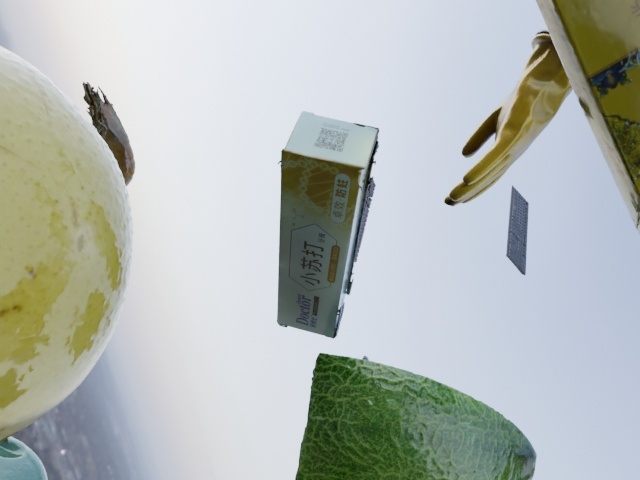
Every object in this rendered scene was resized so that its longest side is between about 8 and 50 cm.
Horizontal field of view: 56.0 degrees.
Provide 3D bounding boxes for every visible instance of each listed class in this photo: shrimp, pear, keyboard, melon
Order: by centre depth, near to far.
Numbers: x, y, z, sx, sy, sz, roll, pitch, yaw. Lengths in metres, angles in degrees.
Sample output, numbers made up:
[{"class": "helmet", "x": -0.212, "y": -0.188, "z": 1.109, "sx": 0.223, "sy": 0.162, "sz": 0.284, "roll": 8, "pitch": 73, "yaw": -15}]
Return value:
[{"class": "pear", "x": -0.322, "y": 0.001, "z": 0.471, "sx": 0.348, "sy": 0.348, "sz": 0.349, "roll": 48, "pitch": -32, "yaw": 44}, {"class": "melon", "x": 0.136, "y": 0.269, "z": 0.785, "sx": 0.124, "sy": 0.323, "sz": 0.196, "roll": 92, "pitch": 8, "yaw": -83}, {"class": "keyboard", "x": 0.076, "y": -0.042, "z": 1.125, "sx": 0.055, "sy": 0.017, "sz": 0.166, "roll": 48, "pitch": 54, "yaw": -62}, {"class": "keyboard", "x": 0.385, "y": -0.023, "z": 1.171, "sx": 0.010, "sy": 0.198, "sz": 0.063, "roll": -26, "pitch": -58, "yaw": 40}, {"class": "shrimp", "x": -0.475, "y": -0.214, "z": 1.270, "sx": 0.053, "sy": 0.132, "sz": 0.236, "roll": -115, "pitch": -169, "yaw": -74}]

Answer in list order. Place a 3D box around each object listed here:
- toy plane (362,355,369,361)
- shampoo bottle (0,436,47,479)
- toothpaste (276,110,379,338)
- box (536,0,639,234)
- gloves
[{"class": "toy plane", "x": 0.087, "y": 0.311, "z": 1.319, "sx": 0.169, "sy": 0.078, "sz": 0.246, "roll": -52, "pitch": -168, "yaw": 20}, {"class": "shampoo bottle", "x": -0.414, "y": 0.321, "z": 0.623, "sx": 0.349, "sy": 0.221, "sz": 0.151, "roll": -60, "pitch": 174, "yaw": -86}, {"class": "toothpaste", "x": 0.000, "y": 0.000, "z": 0.685, "sx": 0.313, "sy": 0.089, "sz": 0.071, "roll": 96, "pitch": 8, "yaw": -51}, {"class": "box", "x": 0.278, "y": -0.128, "z": 0.458, "sx": 0.279, "sy": 0.153, "sz": 0.041, "roll": 58, "pitch": 5, "yaw": -16}, {"class": "gloves", "x": 0.293, "y": -0.173, "z": 0.947, "sx": 0.116, "sy": 0.294, "sz": 0.133, "roll": 41, "pitch": 8, "yaw": 24}]
